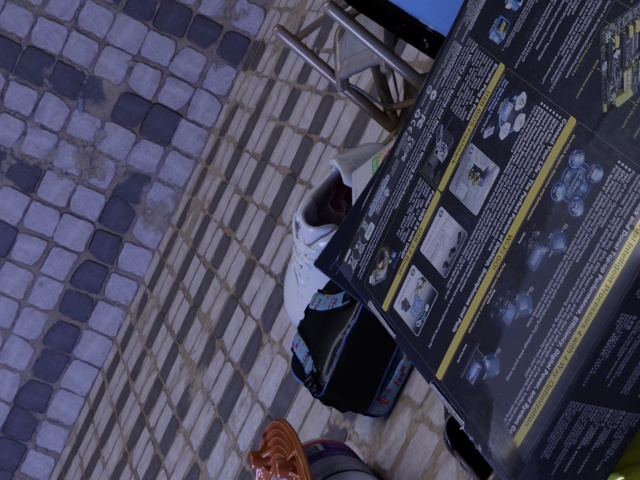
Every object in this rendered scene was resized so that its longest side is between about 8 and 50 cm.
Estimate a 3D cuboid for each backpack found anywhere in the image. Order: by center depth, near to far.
[{"bbox_3d":[0.035,0.128,1.608,0.158,0.117,0.173,-66,18,0],"label":"backpack"}]

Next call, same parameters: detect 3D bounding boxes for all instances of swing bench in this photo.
[{"bbox_3d":[0.094,-0.245,1.784,0.165,0.255,0.253,-37,12,-15],"label":"swing bench"}]

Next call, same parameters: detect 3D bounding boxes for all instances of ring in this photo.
[{"bbox_3d":[-0.042,0.367,1.421,0.336,0.032,0.337,176,90,-75],"label":"ring"}]

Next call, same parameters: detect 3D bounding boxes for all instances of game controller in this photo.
[{"bbox_3d":[0.163,-0.299,1.543,0.067,0.319,0.166,-30,-31,-51],"label":"game controller"}]

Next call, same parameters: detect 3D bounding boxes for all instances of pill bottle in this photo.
[{"bbox_3d":[0.023,0.299,1.436,0.108,0.108,0.193,-65,17,2],"label":"pill bottle"}]

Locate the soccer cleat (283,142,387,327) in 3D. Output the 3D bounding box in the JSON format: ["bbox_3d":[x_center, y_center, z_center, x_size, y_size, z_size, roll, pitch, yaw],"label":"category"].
[{"bbox_3d":[0.000,0.000,1.762,0.116,0.143,0.331,47,128,28],"label":"soccer cleat"}]

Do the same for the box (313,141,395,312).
[{"bbox_3d":[0.143,-0.025,1.358,0.261,0.184,0.103,-56,-14,26],"label":"box"}]

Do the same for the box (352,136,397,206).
[{"bbox_3d":[0.112,-0.023,1.559,0.103,0.114,0.203,-37,28,26],"label":"box"}]

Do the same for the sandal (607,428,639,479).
[{"bbox_3d":[0.230,0.160,1.009,0.138,0.126,0.317,-56,18,40],"label":"sandal"}]

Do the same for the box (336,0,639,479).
[{"bbox_3d":[0.182,-0.063,0.951,0.395,0.097,0.318,-64,32,18],"label":"box"}]

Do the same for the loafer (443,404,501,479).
[{"bbox_3d":[0.161,0.181,1.227,0.096,0.084,0.267,-63,18,9],"label":"loafer"}]
